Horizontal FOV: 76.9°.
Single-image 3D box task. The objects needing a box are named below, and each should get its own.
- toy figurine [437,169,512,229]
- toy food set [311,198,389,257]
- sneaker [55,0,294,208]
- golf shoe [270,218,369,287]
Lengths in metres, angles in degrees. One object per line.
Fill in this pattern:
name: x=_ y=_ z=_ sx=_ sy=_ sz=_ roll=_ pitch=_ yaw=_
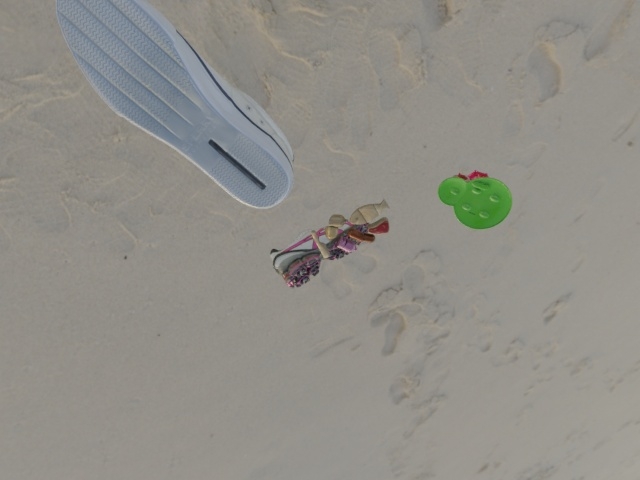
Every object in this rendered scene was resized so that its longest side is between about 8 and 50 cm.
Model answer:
toy figurine: x=0.370 y=-0.125 z=1.001 sx=0.173 sy=0.159 sz=0.130 roll=22 pitch=118 yaw=1
toy food set: x=0.052 y=-0.016 z=0.615 sx=0.122 sy=0.019 sz=0.077 roll=-19 pitch=124 yaw=13
sneaker: x=-0.128 y=-0.137 z=0.400 sx=0.094 sy=0.091 sz=0.258 roll=-36 pitch=112 yaw=19
golf shoe: x=0.000 y=0.000 z=0.699 sx=0.186 sy=0.086 sz=0.067 roll=-31 pitch=148 yaw=-18
